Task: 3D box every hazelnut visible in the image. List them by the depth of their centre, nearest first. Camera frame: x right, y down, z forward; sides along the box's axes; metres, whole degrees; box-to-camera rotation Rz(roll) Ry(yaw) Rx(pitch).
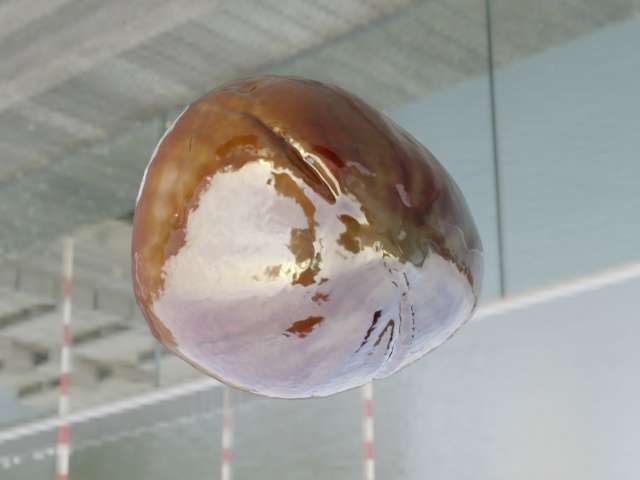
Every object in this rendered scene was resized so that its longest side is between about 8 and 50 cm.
[{"bbox_3d":[0.000,0.000,0.994,0.230,0.229,0.229,-1,160,0],"label":"hazelnut"}]
